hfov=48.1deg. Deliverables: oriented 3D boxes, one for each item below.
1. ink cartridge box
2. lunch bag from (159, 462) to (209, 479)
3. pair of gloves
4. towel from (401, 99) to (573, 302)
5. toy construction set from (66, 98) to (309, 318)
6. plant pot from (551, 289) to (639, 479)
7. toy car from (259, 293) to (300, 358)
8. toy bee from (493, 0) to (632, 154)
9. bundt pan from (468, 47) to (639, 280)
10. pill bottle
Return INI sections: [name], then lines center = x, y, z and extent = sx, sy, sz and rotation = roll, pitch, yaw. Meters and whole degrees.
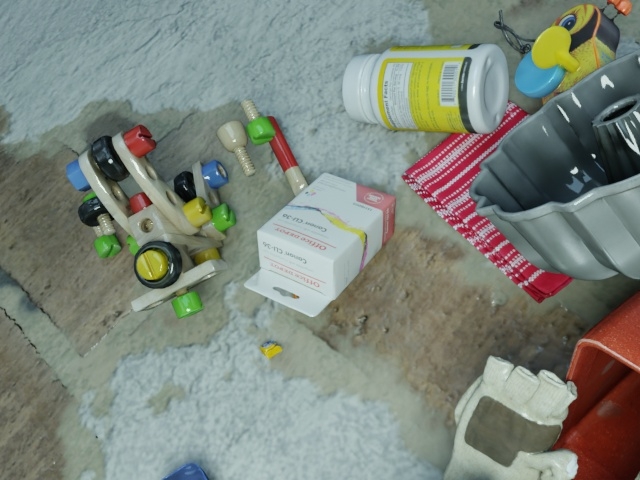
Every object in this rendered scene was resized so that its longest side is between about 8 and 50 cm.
[ink cartridge box]
center = 0.000, 0.000, 0.916
extent = 0.115, 0.067, 0.198
rotation = 21, 44, 25
[lunch bag]
center = -0.145, 0.316, 0.821
extent = 0.067, 0.065, 0.098
rotation = -26, 55, -18
[pair of gloves]
center = 0.222, 0.218, 0.634
extent = 0.240, 0.204, 0.042
rotation = 25, 32, 30
[towel]
center = 0.264, -0.066, 0.943
extent = 0.199, 0.031, 0.275
rotation = -38, 58, -8
[toy construction set]
center = -0.154, -0.024, 0.957
extent = 0.309, 0.257, 0.237
rotation = -24, 74, -11
[plant pot]
center = 0.395, 0.155, 0.657
extent = 0.267, 0.267, 0.236
rotation = 34, 61, 30
[toy car]
center = -0.048, 0.090, 0.931
extent = 0.122, 0.060, 0.040
rotation = -45, 27, -19
[toy bee]
center = 0.330, -0.240, 0.924
extent = 0.162, 0.195, 0.298
rotation = -40, 64, 35
[bundt pan]
center = 0.320, -0.080, 0.701
extent = 0.331, 0.124, 0.331
rotation = -35, 15, 11
[pill bottle]
center = 0.143, -0.210, 0.996
extent = 0.209, 0.119, 0.119
rotation = 9, 63, 34
